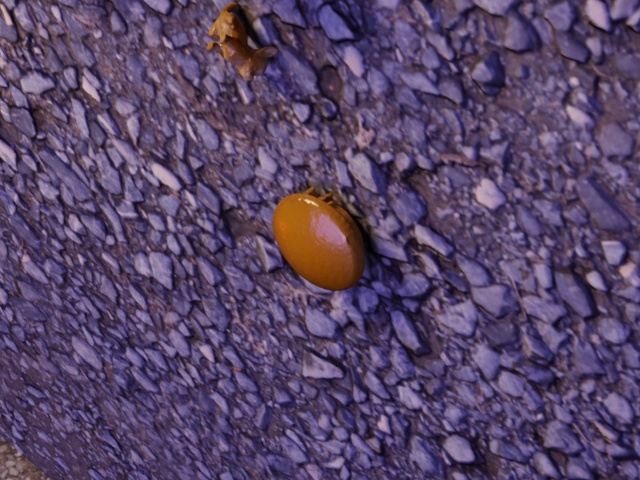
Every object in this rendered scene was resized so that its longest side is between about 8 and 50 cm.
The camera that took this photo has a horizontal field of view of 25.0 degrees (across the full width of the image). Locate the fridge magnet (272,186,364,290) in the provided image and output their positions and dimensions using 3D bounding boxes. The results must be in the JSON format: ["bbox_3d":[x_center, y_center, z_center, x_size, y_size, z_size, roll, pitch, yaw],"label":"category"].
[{"bbox_3d":[0.000,0.000,1.826,0.143,0.063,0.143,28,140,26],"label":"fridge magnet"}]

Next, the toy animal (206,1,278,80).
[{"bbox_3d":[-0.090,-0.233,1.718,0.083,0.081,0.060,24,150,-32],"label":"toy animal"}]
